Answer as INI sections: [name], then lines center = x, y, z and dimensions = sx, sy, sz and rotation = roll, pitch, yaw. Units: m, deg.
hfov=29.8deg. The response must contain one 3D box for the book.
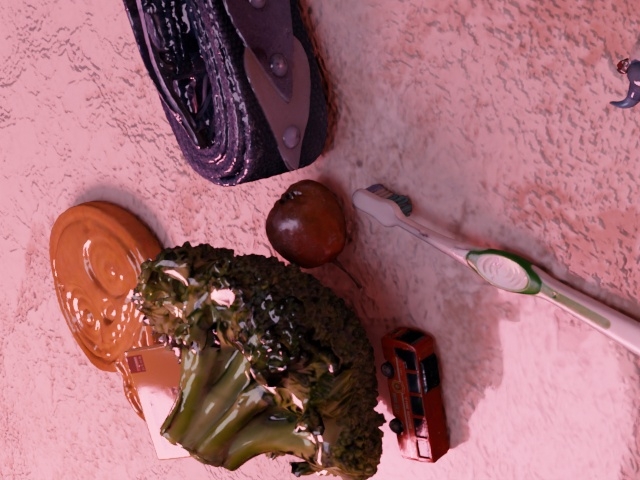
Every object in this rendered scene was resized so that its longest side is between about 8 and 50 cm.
[book]
center = -0.103, 0.148, 1.153
dimensions = 0.172, 0.012, 0.118
rotation = -12, 98, 30

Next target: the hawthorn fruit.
[hawthorn fruit]
center = 0.000, 0.000, 0.993
dimensions = 0.067, 0.067, 0.103
rotation = -11, 126, 48

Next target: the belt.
[belt]
center = -0.084, -0.149, 0.951
dimensions = 0.122, 0.128, 0.218
rotation = -14, 96, 49

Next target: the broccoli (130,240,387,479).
[broccoli]
center = -0.049, 0.100, 0.975
dimensions = 0.198, 0.226, 0.176
rotation = 8, 86, 55

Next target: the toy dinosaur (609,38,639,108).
[toy dinosaur]
center = 0.208, -0.112, 0.734
dimensions = 0.047, 0.030, 0.083
rotation = 40, 131, 29

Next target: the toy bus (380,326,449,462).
[toy bus]
center = 0.078, 0.126, 0.979
dimensions = 0.043, 0.031, 0.110
rotation = 6, 113, 42

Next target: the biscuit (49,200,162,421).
[biscuit]
center = -0.194, 0.088, 1.242
dimensions = 0.288, 0.044, 0.202
rotation = 55, 137, 16

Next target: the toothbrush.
[toothbrush]
center = 0.141, 0.026, 0.869
dimensions = 0.304, 0.030, 0.030
rotation = 31, 127, 34
